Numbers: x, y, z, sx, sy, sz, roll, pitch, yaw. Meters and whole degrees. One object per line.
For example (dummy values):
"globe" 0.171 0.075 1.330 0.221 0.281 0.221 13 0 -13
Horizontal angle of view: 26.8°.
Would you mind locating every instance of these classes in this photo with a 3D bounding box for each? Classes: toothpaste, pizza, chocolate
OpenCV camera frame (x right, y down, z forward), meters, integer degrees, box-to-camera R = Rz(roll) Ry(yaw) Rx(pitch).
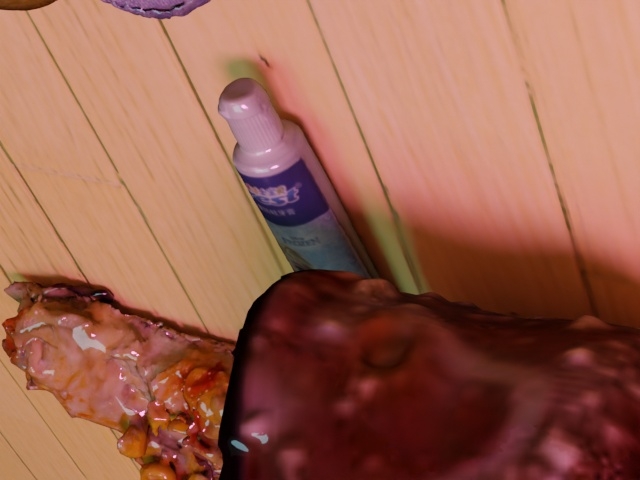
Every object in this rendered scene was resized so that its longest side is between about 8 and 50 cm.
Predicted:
"toothpaste" 0.000 0.000 0.693 0.062 0.037 0.216 11 146 34
"pizza" -0.087 0.115 0.902 0.287 0.074 0.251 41 146 -11
"chocolate" 0.112 0.161 0.627 0.210 0.225 0.340 1 138 34

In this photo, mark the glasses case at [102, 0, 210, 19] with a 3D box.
"glasses case" -0.142 -0.185 0.537 0.282 0.067 0.109 30 125 14

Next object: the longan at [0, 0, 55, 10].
"longan" -0.140 -0.144 0.610 0.075 0.075 0.083 31 131 9
